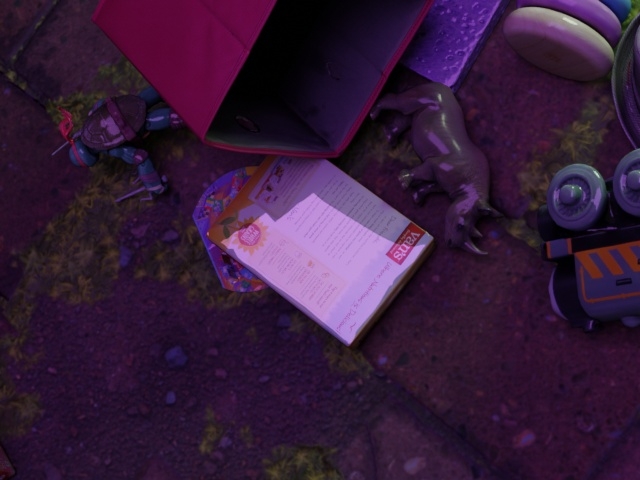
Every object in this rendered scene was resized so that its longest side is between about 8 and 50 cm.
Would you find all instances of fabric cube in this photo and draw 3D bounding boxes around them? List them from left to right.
[{"bbox_3d":[-0.071,-0.280,1.698,0.258,0.254,0.259,46,117,31],"label":"fabric cube"}]

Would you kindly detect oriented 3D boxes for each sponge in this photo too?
[{"bbox_3d":[0.173,-0.302,1.794,0.117,0.031,0.210,30,89,23],"label":"sponge"}]

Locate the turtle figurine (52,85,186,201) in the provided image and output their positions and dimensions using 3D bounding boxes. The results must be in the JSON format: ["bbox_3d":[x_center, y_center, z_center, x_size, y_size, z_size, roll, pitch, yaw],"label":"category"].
[{"bbox_3d":[-0.250,-0.143,1.864,0.234,0.118,0.175,-31,69,4],"label":"turtle figurine"}]

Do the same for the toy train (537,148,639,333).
[{"bbox_3d":[0.389,-0.003,1.556,0.334,0.142,0.190,-12,75,40],"label":"toy train"}]

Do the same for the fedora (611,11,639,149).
[{"bbox_3d":[0.459,-0.188,1.618,0.243,0.124,0.275,-33,69,10],"label":"fedora"}]

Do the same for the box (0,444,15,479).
[{"bbox_3d":[-0.557,0.224,1.860,0.142,0.154,0.300,-38,67,7],"label":"box"}]

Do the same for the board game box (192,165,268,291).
[{"bbox_3d":[-0.096,-0.020,1.820,0.133,0.033,0.169,-29,70,11],"label":"board game box"}]

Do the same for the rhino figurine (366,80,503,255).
[{"bbox_3d":[0.152,-0.089,1.730,0.106,0.073,0.243,-28,71,14],"label":"rhino figurine"}]

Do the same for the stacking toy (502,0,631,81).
[{"bbox_3d":[0.347,-0.366,1.700,0.141,0.141,0.330,22,82,22],"label":"stacking toy"}]

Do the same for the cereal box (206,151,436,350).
[{"bbox_3d":[0.000,0.000,1.755,0.240,0.047,0.173,38,85,16],"label":"cereal box"}]
